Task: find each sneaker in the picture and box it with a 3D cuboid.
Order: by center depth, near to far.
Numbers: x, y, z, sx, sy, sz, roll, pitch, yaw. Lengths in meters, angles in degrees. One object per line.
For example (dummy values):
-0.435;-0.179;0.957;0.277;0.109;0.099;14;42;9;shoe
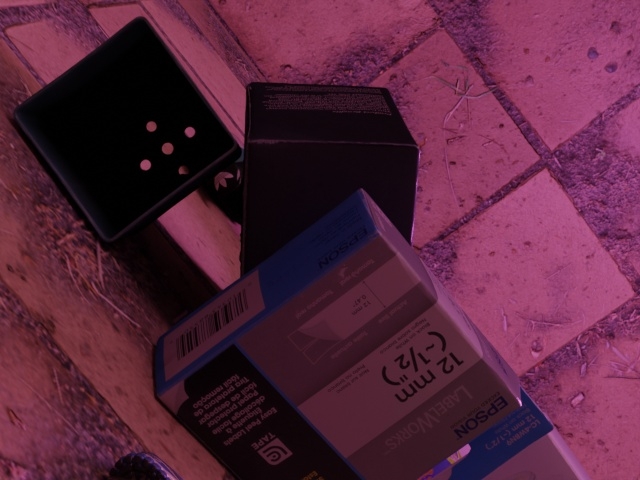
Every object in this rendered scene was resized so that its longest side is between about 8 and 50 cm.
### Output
-0.096;0.204;0.864;0.135;0.052;0.058;53;4;-1;sneaker
-0.086;-0.059;1.819;0.302;0.108;0.121;29;25;-51;sneaker

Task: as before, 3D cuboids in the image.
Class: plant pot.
-0.186;-0.108;1.289;0.165;0.165;0.234;54;3;3;plant pot

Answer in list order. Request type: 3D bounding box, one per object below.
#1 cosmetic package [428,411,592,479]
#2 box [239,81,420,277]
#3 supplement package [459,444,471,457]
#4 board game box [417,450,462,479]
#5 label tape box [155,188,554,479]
0.236;0.358;1.434;0.224;0.224;0.138;56;9;19;cosmetic package
0.000;0.000;1.311;0.294;0.183;0.296;-97;-171;-71;box
0.247;0.274;2.132;0.139;0.134;0.244;46;11;-42;supplement package
0.063;0.198;1.647;0.347;0.078;0.233;49;10;-28;board game box
0.049;0.162;1.129;0.347;0.249;0.115;50;9;-21;label tape box
